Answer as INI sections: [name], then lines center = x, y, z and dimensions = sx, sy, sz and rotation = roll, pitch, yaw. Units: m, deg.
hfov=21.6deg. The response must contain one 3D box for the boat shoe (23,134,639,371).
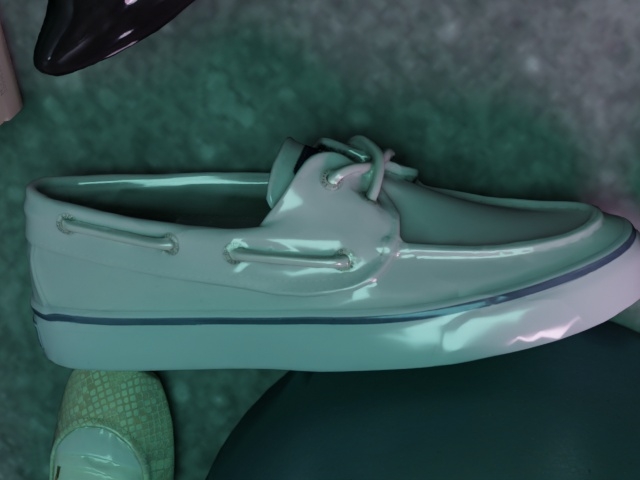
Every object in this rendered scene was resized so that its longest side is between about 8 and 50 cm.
[boat shoe]
center = 0.000, 0.000, 0.673
dimensions = 0.258, 0.095, 0.084
rotation = -6, 109, 9

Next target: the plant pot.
[plant pot]
center = 0.066, 0.198, 0.647
dimensions = 0.293, 0.235, 0.293
rotation = 2, 106, 8

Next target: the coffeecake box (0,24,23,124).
[coffeecake box]
center = -0.235, -0.099, 0.689
dimensions = 0.185, 0.068, 0.142
rotation = -8, 109, 12

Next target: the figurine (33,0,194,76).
[figurine]
center = -0.040, -0.186, 0.613
dimensions = 0.209, 0.092, 0.215
rotation = -17, 102, 5

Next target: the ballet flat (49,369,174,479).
[ballet flat]
center = -0.098, 0.131, 0.748
dimensions = 0.057, 0.052, 0.168
rotation = 8, 107, 7
